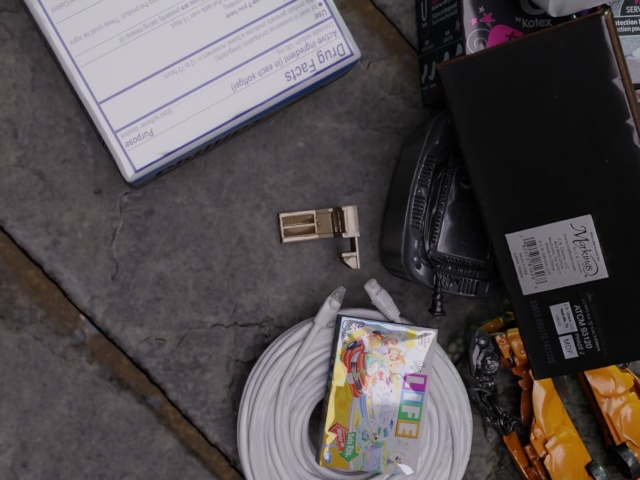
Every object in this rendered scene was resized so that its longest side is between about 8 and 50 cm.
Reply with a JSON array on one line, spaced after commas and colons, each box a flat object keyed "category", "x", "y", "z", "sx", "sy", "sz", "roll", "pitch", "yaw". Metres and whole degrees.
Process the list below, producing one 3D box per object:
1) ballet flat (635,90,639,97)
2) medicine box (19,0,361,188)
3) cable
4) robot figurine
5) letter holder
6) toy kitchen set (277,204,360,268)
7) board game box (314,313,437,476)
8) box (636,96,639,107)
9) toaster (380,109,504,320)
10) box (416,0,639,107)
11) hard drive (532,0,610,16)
[{"category": "ballet flat", "x": 0.436, "y": -0.088, "z": 1.172, "sx": 0.091, "sy": 0.077, "sz": 0.241, "roll": -25, "pitch": 95, "yaw": -9}, {"category": "medicine box", "x": -0.149, "y": -0.238, "z": 1.021, "sx": 0.263, "sy": 0.149, "sz": 0.289, "roll": -30, "pitch": 96, "yaw": -9}, {"category": "cable", "x": 0.035, "y": 0.200, "z": 1.093, "sx": 0.257, "sy": 0.089, "sz": 0.257, "roll": -45, "pitch": 99, "yaw": -6}, {"category": "robot figurine", "x": 0.280, "y": 0.181, "z": 1.141, "sx": 0.211, "sy": 0.085, "sz": 0.291, "roll": -27, "pitch": 96, "yaw": -10}, {"category": "letter holder", "x": 0.245, "y": -0.056, "z": 0.962, "sx": 0.152, "sy": 0.214, "sz": 0.302, "roll": -15, "pitch": 100, "yaw": 22}, {"category": "toy kitchen set", "x": 0.000, "y": 0.000, "z": 1.085, "sx": 0.075, "sy": 0.083, "sz": 0.068, "roll": -7, "pitch": 91, "yaw": -11}, {"category": "board game box", "x": 0.057, "y": 0.159, "z": 1.036, "sx": 0.103, "sy": 0.026, "sz": 0.154, "roll": 8, "pitch": 90, "yaw": -11}, {"category": "box", "x": 0.355, "y": -0.096, "z": 1.154, "sx": 0.094, "sy": 0.027, "sz": 0.137, "roll": 2, "pitch": 90, "yaw": 31}, {"category": "toaster", "x": 0.140, "y": -0.028, "z": 1.080, "sx": 0.129, "sy": 0.146, "sz": 0.227, "roll": 12, "pitch": 88, "yaw": -10}, {"category": "box", "x": 0.244, "y": -0.227, "z": 1.089, "sx": 0.247, "sy": 0.163, "sz": 0.142, "roll": -6, "pitch": 94, "yaw": -11}, {"category": "hard drive", "x": 0.242, "y": -0.350, "z": 1.017, "sx": 0.233, "sy": 0.353, "sz": 0.047, "roll": -20, "pitch": 133, "yaw": -10}]
